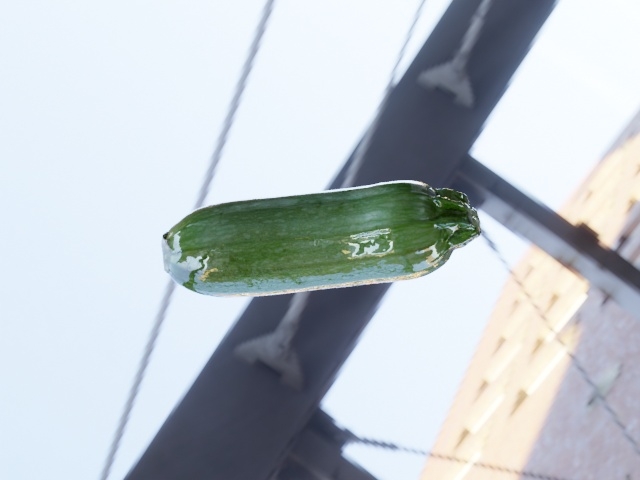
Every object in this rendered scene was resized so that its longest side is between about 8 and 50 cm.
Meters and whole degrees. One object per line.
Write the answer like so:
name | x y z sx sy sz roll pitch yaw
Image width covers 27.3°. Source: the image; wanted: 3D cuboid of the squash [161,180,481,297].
squash | 0.000 0.000 0.903 0.077 0.219 0.068 66 -162 -62
